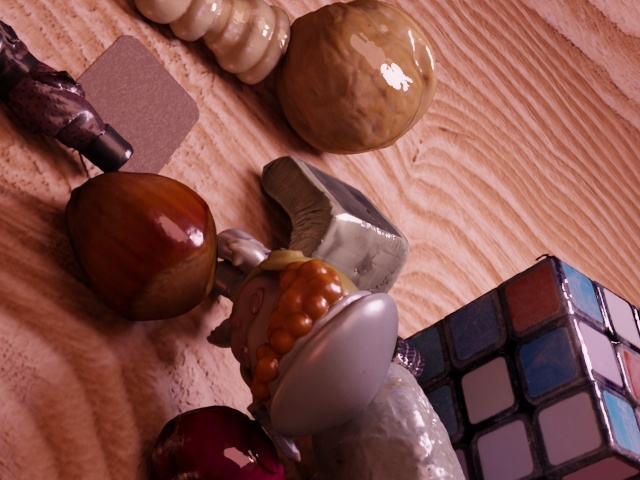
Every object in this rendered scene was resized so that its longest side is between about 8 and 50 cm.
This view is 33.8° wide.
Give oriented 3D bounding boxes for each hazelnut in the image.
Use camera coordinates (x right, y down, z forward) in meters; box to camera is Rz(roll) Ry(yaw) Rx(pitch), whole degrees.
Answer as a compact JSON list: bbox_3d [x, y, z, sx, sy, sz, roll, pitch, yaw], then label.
[{"bbox_3d":[-0.226,0.008,1.329,0.210,0.210,0.186,0,86,-53],"label":"hazelnut"}]

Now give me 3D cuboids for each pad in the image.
[{"bbox_3d":[-0.278,-0.196,1.568,0.176,0.002,0.266,48,34,-16],"label":"pad"}]

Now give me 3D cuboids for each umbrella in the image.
[{"bbox_3d":[-0.378,-0.200,1.366,0.326,0.094,0.090,44,-9,-18],"label":"umbrella"}]

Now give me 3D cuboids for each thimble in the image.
[{"bbox_3d":[0.116,0.200,1.678,0.066,0.095,0.104,46,49,-13],"label":"thimble"}]

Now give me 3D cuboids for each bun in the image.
[{"bbox_3d":[0.097,0.335,1.432,0.354,0.194,0.355,-23,90,-86],"label":"bun"}]

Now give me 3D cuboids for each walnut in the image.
[{"bbox_3d":[0.061,-0.287,1.853,0.285,0.285,0.296,52,7,-9],"label":"walnut"}]

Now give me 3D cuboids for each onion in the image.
[{"bbox_3d":[-0.110,0.262,1.295,0.173,0.135,0.198,50,31,-21],"label":"onion"}]

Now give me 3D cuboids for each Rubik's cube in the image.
[{"bbox_3d":[0.367,0.291,1.702,0.358,0.362,0.363,32,42,-38],"label":"Rubik's cube"}]

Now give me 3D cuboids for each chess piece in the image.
[{"bbox_3d":[-0.186,-0.369,1.724,0.260,0.142,0.143,24,46,-35],"label":"chess piece"}]

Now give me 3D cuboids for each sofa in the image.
[{"bbox_3d":[0.000,0.000,1.707,0.210,0.176,0.225,23,18,-42],"label":"sofa"}]

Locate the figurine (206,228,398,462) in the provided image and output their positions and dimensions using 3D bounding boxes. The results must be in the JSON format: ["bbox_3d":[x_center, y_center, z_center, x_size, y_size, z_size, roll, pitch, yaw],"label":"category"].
[{"bbox_3d":[-0.033,0.079,1.357,0.205,0.225,0.382,7,31,-30],"label":"figurine"}]
